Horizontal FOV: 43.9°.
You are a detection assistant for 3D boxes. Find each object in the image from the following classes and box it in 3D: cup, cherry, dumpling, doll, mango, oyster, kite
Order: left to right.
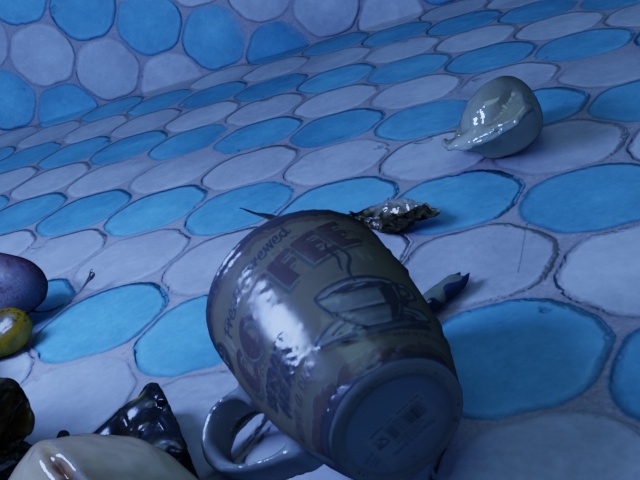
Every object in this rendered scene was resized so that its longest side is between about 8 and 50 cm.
[{"bbox_3d":[-0.515,0.153,1.277,0.114,0.057,0.079,-34,57,8],"label":"mango"},{"bbox_3d":[-0.514,0.061,1.351,0.188,0.148,0.115,-43,-17,0],"label":"cherry"},{"bbox_3d":[-0.006,0.143,0.816,0.301,0.227,0.257,-48,30,5],"label":"cup"},{"bbox_3d":[-0.001,0.002,1.191,0.169,0.015,0.310,16,6,-32],"label":"kite"},{"bbox_3d":[0.108,-0.037,1.262,0.148,0.051,0.103,9,18,44],"label":"oyster"},{"bbox_3d":[0.151,0.073,1.034,0.125,0.027,0.037,-35,23,-33],"label":"doll"},{"bbox_3d":[0.303,-0.209,1.416,0.179,0.131,0.252,-33,8,20],"label":"dumpling"}]

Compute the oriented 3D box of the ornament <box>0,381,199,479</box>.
[{"bbox_3d":[-0.265,0.260,0.873,0.236,0.080,0.202,-23,22,-16],"label":"ornament"}]

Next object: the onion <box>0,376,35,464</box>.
[{"bbox_3d":[-0.488,0.199,0.839,0.420,0.398,0.398,8,31,12],"label":"onion"}]

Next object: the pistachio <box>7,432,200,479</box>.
[{"bbox_3d":[-0.143,0.274,0.605,0.193,0.214,0.318,-31,40,-29],"label":"pistachio"}]
